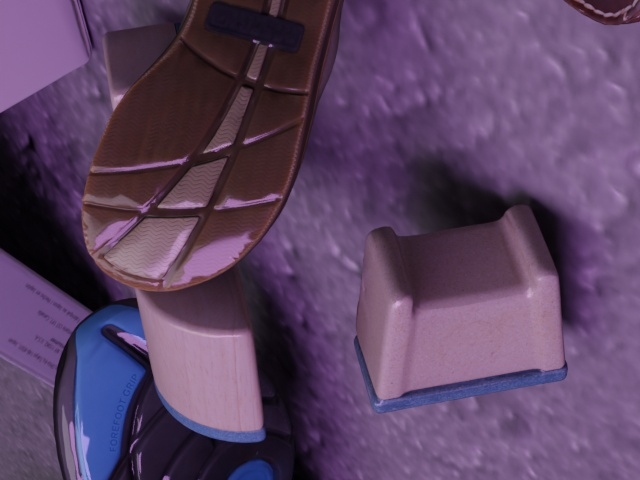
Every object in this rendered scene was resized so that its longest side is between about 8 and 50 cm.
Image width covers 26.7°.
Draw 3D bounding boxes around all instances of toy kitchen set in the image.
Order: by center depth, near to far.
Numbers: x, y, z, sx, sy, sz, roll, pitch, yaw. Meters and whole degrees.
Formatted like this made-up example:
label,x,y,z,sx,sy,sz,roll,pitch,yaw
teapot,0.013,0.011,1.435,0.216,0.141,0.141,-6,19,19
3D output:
label,x,y,z,sx,sy,sz,roll,pitch,yaw
toy kitchen set,0.000,0.000,0.609,0.207,0.166,0.122,-106,8,-45

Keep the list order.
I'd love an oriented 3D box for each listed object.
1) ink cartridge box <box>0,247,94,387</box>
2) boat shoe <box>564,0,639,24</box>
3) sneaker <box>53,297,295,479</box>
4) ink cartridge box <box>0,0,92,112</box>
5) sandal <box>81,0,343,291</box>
label,x,y,z,sx,sy,sz,roll,pitch,yaw
ink cartridge box,-0.276,-0.009,0.858,0.239,0.060,0.275,26,168,35
boat shoe,0.075,-0.138,0.345,0.073,0.073,0.207,29,145,31
sneaker,-0.075,0.149,0.777,0.139,0.125,0.341,37,158,44
ink cartridge box,-0.295,-0.134,0.710,0.283,0.207,0.117,25,140,36
sandal,-0.030,-0.064,0.507,0.072,0.180,0.049,20,179,7
